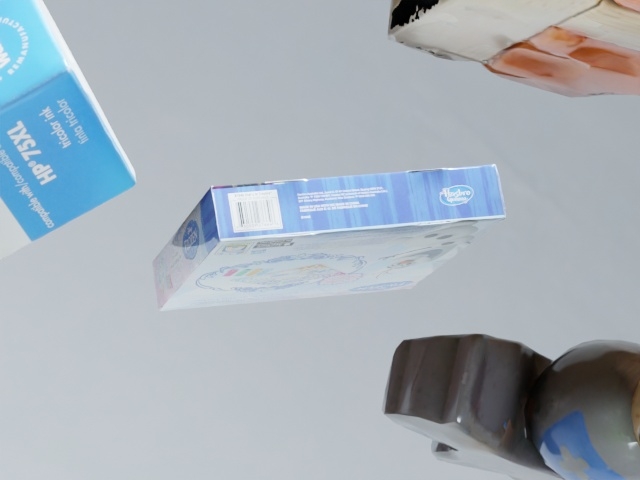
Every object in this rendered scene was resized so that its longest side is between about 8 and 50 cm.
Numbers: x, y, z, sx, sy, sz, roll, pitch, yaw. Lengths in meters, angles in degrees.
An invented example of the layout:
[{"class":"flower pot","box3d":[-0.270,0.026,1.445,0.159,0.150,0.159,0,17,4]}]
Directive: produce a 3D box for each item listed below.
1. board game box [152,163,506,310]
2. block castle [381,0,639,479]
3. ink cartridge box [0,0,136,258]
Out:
[{"class":"board game box","box3d":[0.000,0.000,0.611,0.090,0.090,0.020,-5,76,-18]},{"class":"block castle","box3d":[0.009,0.023,0.377,0.453,0.213,0.303,14,78,-16]},{"class":"ink cartridge box","box3d":[-0.204,-0.031,0.730,0.231,0.078,0.134,-29,55,-3]}]
